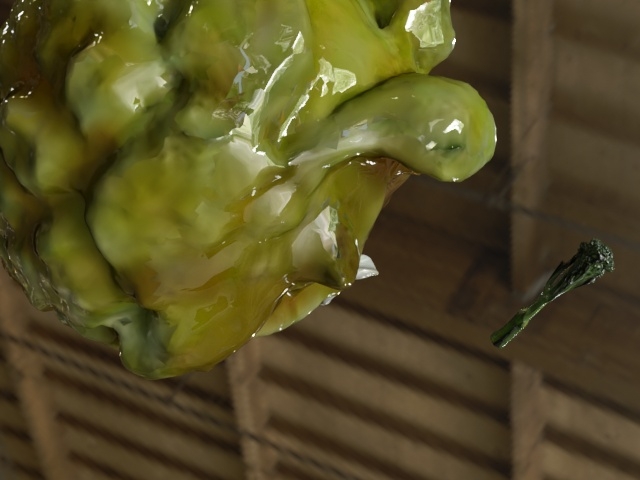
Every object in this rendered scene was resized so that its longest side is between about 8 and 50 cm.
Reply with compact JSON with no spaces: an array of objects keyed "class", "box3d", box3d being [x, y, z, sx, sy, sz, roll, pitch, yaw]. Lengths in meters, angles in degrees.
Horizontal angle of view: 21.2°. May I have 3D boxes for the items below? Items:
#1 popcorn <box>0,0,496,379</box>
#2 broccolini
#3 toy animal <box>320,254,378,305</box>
[{"class":"popcorn","box3d":[-0.070,-0.078,1.063,0.279,0.274,0.335,12,-57,-28]},{"class":"broccolini","box3d":[0.211,0.052,1.550,0.035,0.030,0.140,34,-67,-24]},{"class":"toy animal","box3d":[-0.002,0.000,1.781,0.071,0.085,0.124,-26,-95,15]}]
